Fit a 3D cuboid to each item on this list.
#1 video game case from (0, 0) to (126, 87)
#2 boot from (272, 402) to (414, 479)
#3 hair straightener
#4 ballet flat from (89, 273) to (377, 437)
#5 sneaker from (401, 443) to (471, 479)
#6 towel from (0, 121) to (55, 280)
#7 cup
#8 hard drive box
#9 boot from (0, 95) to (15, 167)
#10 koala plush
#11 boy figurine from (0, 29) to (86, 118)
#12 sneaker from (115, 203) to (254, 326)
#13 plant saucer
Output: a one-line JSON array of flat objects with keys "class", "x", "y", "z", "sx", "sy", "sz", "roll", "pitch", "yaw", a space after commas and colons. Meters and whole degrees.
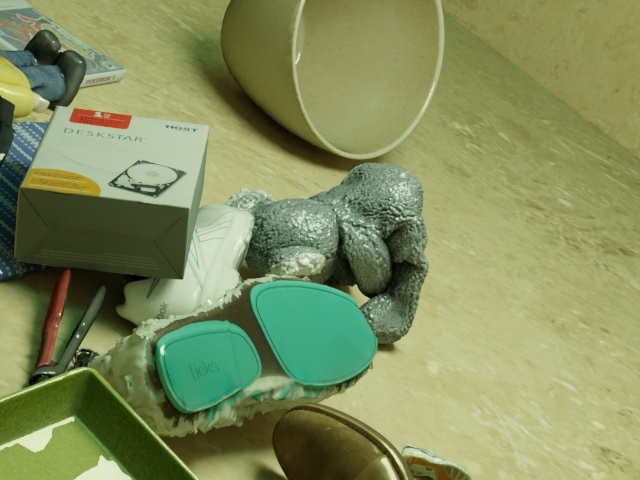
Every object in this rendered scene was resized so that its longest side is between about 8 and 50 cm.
[{"class": "video game case", "x": -0.391, "y": -0.272, "z": 2.538, "sx": 0.201, "sy": 0.023, "sz": 0.183, "roll": 35, "pitch": 21, "yaw": 15}, {"class": "boot", "x": 0.030, "y": 0.264, "z": 1.723, "sx": 0.115, "sy": 0.112, "sz": 0.305, "roll": -6, "pitch": 40, "yaw": -40}, {"class": "hair straightener", "x": -0.233, "y": 0.107, "z": 1.819, "sx": 0.089, "sy": 0.047, "sz": 0.230, "roll": 24, "pitch": 21, "yaw": -12}, {"class": "ballet flat", "x": -0.099, "y": 0.119, "z": 1.845, "sx": 0.147, "sy": 0.147, "sz": 0.409, "roll": 39, "pitch": 22, "yaw": 24}, {"class": "sneaker", "x": 0.125, "y": 0.241, "z": 1.987, "sx": 0.083, "sy": 0.032, "sz": 0.037, "roll": 25, "pitch": 21, "yaw": -12}, {"class": "towel", "x": -0.335, "y": -0.047, "z": 2.081, "sx": 0.243, "sy": 0.040, "sz": 0.336, "roll": 39, "pitch": 25, "yaw": 21}, {"class": "cup", "x": -0.010, "y": -0.298, "z": 2.753, "sx": 0.237, "sy": 0.331, "sz": 0.331, "roll": 12, "pitch": 5, "yaw": 41}, {"class": "hard drive box", "x": -0.222, "y": -0.054, "z": 2.001, "sx": 0.181, "sy": 0.089, "sz": 0.232, "roll": 7, "pitch": 25, "yaw": -2}, {"class": "boot", "x": -0.436, "y": -0.138, "z": 1.973, "sx": 0.207, "sy": 0.094, "sz": 0.246, "roll": 27, "pitch": 17, "yaw": -17}, {"class": "koala plush", "x": 0.000, "y": 0.000, "z": 2.204, "sx": 0.221, "sy": 0.203, "sz": 0.196, "roll": 1, "pitch": 32, "yaw": -30}, {"class": "boy figurine", "x": -0.421, "y": -0.215, "z": 2.275, "sx": 0.177, "sy": 0.092, "sz": 0.285, "roll": 40, "pitch": 20, "yaw": 22}, {"class": "sneaker", "x": -0.150, "y": 0.023, "z": 2.050, "sx": 0.129, "sy": 0.111, "sz": 0.297, "roll": 20, "pitch": 20, "yaw": -6}, {"class": "plant saucer", "x": -0.210, "y": 0.207, "z": 1.571, "sx": 0.188, "sy": 0.045, "sz": 0.188, "roll": 44, "pitch": 35, "yaw": 21}]
